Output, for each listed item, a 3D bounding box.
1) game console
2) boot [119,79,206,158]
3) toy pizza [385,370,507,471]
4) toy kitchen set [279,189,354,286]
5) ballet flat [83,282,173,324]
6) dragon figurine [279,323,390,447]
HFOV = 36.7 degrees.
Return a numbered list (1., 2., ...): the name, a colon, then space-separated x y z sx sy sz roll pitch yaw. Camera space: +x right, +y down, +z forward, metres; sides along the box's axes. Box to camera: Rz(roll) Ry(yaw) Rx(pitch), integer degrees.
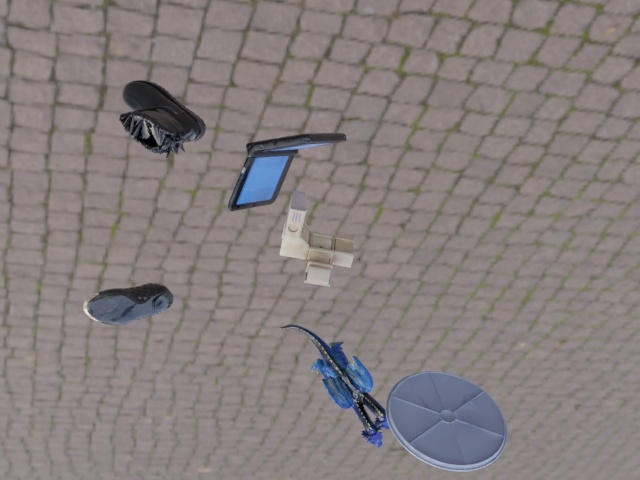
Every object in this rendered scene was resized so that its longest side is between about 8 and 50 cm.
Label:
1. game console: -0.035 -0.077 1.061 0.107 0.071 0.122 -7 -176 22
2. boot: -0.196 -0.141 1.105 0.121 0.099 0.045 33 113 10
3. toy pizza: 0.201 0.292 1.554 0.201 0.201 0.032 3 130 -13
4. toy kitchen set: 0.000 0.000 1.086 0.083 0.068 0.075 10 132 -5
5. ballet flat: -0.301 0.098 1.495 0.049 0.057 0.173 13 -171 35
6. dragon figurine: 0.046 0.263 1.833 0.085 0.144 0.289 -37 110 -5
